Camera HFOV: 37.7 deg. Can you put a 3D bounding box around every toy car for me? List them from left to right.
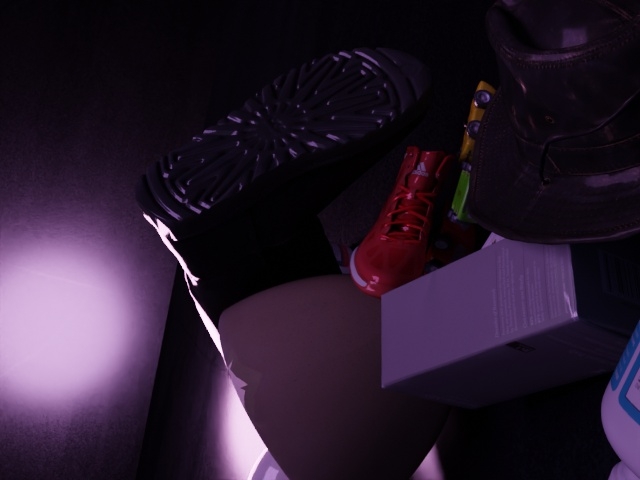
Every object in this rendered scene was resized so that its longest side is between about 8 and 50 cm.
[{"bbox_3d":[0.167,-0.051,1.010,0.225,0.053,0.238,-65,-10,-80],"label":"toy car"}]

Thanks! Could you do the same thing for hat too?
[{"bbox_3d":[0.207,-0.145,0.736,0.331,0.134,0.331,-37,26,22],"label":"hat"}]

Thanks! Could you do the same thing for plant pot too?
[{"bbox_3d":[0.046,0.148,1.059,0.191,0.284,0.284,-33,33,10],"label":"plant pot"}]

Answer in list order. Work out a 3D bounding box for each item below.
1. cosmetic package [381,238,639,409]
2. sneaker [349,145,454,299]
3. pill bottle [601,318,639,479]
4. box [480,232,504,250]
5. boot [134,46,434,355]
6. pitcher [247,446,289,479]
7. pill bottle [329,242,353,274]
[{"bbox_3d":[0.171,0.072,0.827,0.238,0.127,0.107,-35,47,48],"label":"cosmetic package"},{"bbox_3d":[0.090,-0.033,1.031,0.221,0.087,0.128,-74,-3,-61],"label":"sneaker"},{"bbox_3d":[0.269,0.075,0.580,0.146,0.146,0.264,-118,44,-62],"label":"pill bottle"},{"bbox_3d":[0.200,0.038,0.966,0.114,0.036,0.207,-100,29,-47],"label":"box"},{"bbox_3d":[-0.002,0.001,1.213,0.146,0.367,0.445,59,172,39],"label":"boot"},{"bbox_3d":[-0.026,0.317,1.349,0.178,0.126,0.207,-51,-15,-87],"label":"pitcher"},{"bbox_3d":[-0.047,0.044,1.444,0.108,0.180,0.107,-168,90,-71],"label":"pill bottle"}]
